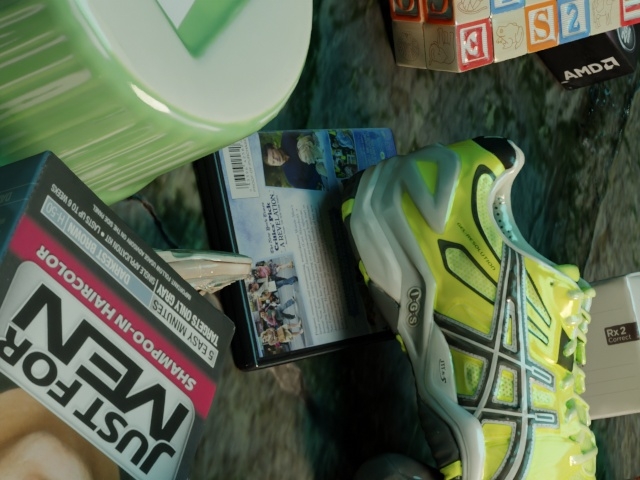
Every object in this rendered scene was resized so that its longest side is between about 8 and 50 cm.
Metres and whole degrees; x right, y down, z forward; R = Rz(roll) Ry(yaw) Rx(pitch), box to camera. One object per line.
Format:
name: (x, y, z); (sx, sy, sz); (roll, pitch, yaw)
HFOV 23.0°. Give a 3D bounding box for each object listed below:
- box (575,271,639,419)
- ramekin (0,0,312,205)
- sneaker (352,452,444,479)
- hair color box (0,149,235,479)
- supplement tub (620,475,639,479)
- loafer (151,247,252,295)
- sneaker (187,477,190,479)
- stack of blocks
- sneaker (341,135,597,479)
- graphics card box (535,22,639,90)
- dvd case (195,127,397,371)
box: (0.248, 0.099, 1.425); (0.182, 0.181, 0.119); (-3, 80, -54)
ramekin: (-0.139, -0.180, 1.022); (0.303, 0.148, 0.303); (23, 60, -48)
sneaker: (0.108, 0.234, 1.275); (0.286, 0.109, 0.130); (48, 33, -43)
hair color box: (-0.187, 0.156, 0.870); (0.185, 0.113, 0.374); (46, 45, -35)
supplement tub: (0.277, 0.294, 1.453); (0.190, 0.117, 0.117); (-27, 101, -54)
loafer: (-0.100, 0.026, 1.103); (0.125, 0.045, 0.039); (4, 92, -47)
sneaker: (-0.114, 0.209, 0.992); (0.075, 0.063, 0.170); (52, 36, -20)
stack of blocks: (0.199, -0.271, 1.455); (0.297, 0.087, 0.171); (-19, 111, -35)
sneaker: (0.151, 0.096, 1.209); (0.384, 0.147, 0.145); (65, 17, 6)
graphics card box: (0.215, -0.357, 1.618); (0.371, 0.094, 0.233); (45, 46, -36)
dvd case: (0.000, 0.000, 1.259); (0.253, 0.022, 0.180); (-7, 85, -55)
